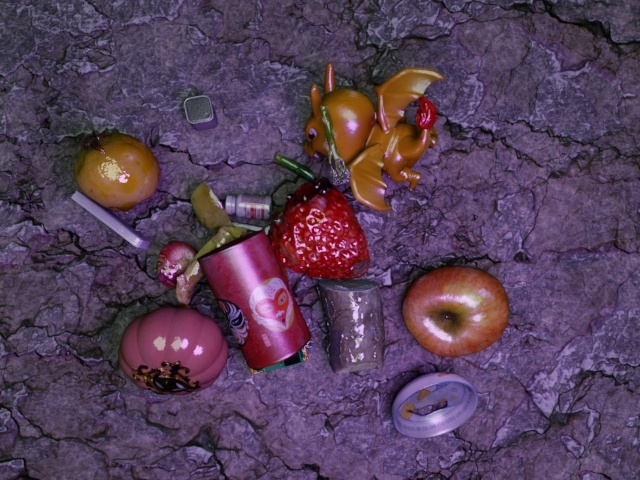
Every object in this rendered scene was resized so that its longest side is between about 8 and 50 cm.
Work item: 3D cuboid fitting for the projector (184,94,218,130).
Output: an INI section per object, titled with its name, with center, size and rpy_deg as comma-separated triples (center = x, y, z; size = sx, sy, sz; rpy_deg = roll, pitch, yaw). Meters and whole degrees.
[projector]
center = -0.380, -0.405, 1.298
size = 0.083, 0.082, 0.083
rpy_deg = -12, 90, -4

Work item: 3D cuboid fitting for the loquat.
[loquat]
center = -0.602, -0.210, 1.202
size = 0.244, 0.244, 0.243
rpy_deg = 0, 88, -4

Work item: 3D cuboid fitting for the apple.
[apple]
center = 0.414, 0.209, 1.261
size = 0.310, 0.250, 0.277
rpy_deg = 7, 103, 17

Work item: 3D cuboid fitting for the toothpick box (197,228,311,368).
[toothpick box]
center = -0.181, 0.159, 1.139
size = 0.204, 0.204, 0.333
rpy_deg = -23, 99, -4

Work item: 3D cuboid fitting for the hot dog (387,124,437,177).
[hot dog]
center = 0.296, -0.297, 1.350
size = 0.092, 0.062, 0.235
rpy_deg = 38, 87, -5

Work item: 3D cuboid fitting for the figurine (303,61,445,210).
[figurine]
center = 0.154, -0.334, 1.210
size = 0.387, 0.268, 0.400
rpy_deg = 24, 109, 5

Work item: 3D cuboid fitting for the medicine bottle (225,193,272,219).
[medicine bottle]
center = -0.227, -0.109, 1.297
size = 0.140, 0.079, 0.079
rpy_deg = 5, 87, -4

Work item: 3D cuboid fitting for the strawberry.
[strawberry]
center = -0.011, -0.004, 1.203
size = 0.292, 0.292, 0.309
rpy_deg = -21, 88, -4

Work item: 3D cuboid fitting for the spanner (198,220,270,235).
[spanner]
center = -0.268, -0.049, 1.324
size = 0.255, 0.015, 0.054
rpy_deg = 10, 86, -3

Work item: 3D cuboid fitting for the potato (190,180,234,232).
[potato]
center = -0.342, -0.091, 1.253
size = 0.081, 0.120, 0.149
rpy_deg = -36, 79, -17

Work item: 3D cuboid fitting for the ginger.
[ginger]
center = -0.335, 0.066, 1.244
size = 0.086, 0.131, 0.294
rpy_deg = 34, 73, 19

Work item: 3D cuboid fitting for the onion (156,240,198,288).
[onion]
center = -0.457, 0.081, 1.271
size = 0.150, 0.140, 0.150
rpy_deg = 12, 73, -45

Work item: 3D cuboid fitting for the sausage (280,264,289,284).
[sausage]
center = -0.153, 0.129, 1.294
size = 0.103, 0.076, 0.302
rpy_deg = -10, 89, -5

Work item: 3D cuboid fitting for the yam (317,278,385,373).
[yam]
center = 0.099, 0.262, 1.256
size = 0.203, 0.201, 0.271
rpy_deg = -4, 94, -3

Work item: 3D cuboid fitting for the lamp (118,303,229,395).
[lamp]
center = -0.420, 0.308, 1.190
size = 0.306, 0.239, 0.305
rpy_deg = 0, 132, 0

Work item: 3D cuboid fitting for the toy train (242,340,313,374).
[toy train]
center = -0.133, 0.353, 1.258
size = 0.228, 0.136, 0.091
rpy_deg = -13, 89, -6

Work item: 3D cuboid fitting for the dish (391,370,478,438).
[dish]
center = 0.343, 0.490, 1.292
size = 0.274, 0.133, 0.273
rpy_deg = -4, 121, -7

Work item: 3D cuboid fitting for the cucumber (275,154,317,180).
[cucumber]
center = -0.073, -0.236, 1.334
size = 0.168, 0.039, 0.039
rpy_deg = 29, 86, 0

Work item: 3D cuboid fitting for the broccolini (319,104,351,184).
[broccolini]
center = 0.042, -0.258, 1.094
size = 0.058, 0.067, 0.216
rpy_deg = -9, 96, 7

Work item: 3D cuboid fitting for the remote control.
[remote control]
center = -0.643, -0.061, 1.257
size = 0.250, 0.103, 0.034
rpy_deg = 38, 83, -3
